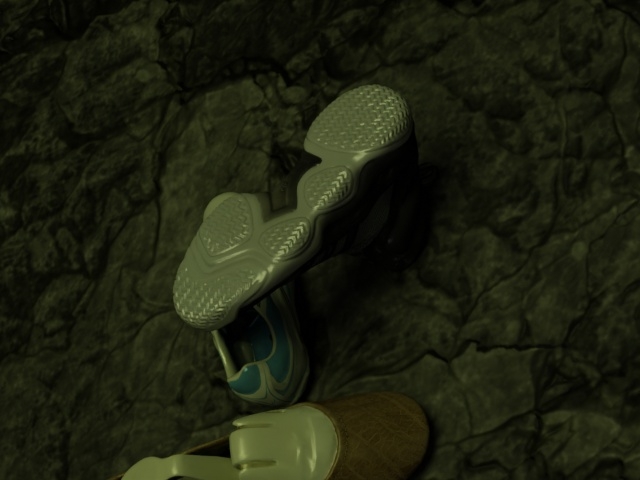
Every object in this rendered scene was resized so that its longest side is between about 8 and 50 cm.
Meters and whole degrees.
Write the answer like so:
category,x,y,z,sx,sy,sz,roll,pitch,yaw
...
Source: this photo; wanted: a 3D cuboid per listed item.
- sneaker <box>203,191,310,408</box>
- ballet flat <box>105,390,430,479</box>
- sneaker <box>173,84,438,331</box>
category,x,y,z,sx,sy,sz,roll,pitch,yaw
sneaker,-0.069,0.045,1.694,0.085,0.086,0.237,-33,52,22
ballet flat,-0.074,0.204,1.595,0.342,0.124,0.116,-20,58,28
sneaker,0.000,0.000,1.612,0.268,0.153,0.101,-46,49,-6
